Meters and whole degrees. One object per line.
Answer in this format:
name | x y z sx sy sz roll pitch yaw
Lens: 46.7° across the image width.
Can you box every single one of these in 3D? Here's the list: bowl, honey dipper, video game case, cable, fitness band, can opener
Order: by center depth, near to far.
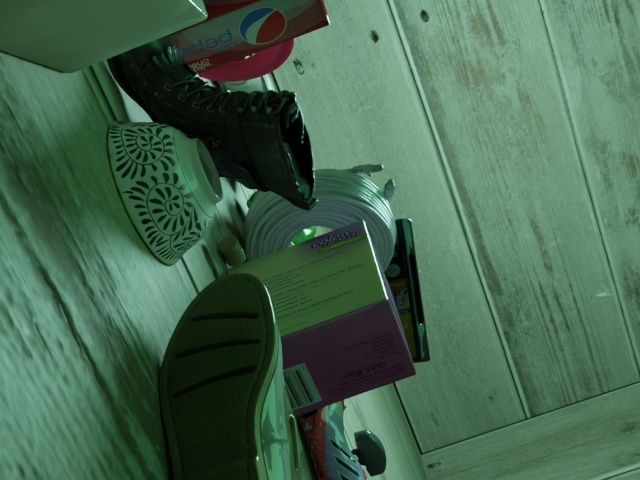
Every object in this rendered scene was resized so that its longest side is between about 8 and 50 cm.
bowl | -0.158 -0.065 0.820 0.170 0.080 0.170 -19 90 -84
honey dipper | -0.113 0.056 1.120 0.161 0.030 0.030 70 4 -46
fitness band | -0.154 -0.346 1.195 0.291 0.209 0.054 57 12 -68
cable | 0.000 0.000 1.241 0.089 0.257 0.257 -94 -179 -52
can opener | 0.103 0.477 1.361 0.076 0.095 0.283 -92 161 -71
video game case | 0.068 0.108 1.362 0.035 0.274 0.248 2 78 -46

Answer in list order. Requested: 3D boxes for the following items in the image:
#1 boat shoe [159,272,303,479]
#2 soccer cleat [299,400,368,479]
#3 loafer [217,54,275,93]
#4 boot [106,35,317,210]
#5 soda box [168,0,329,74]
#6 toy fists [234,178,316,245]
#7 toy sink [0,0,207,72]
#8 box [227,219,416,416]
boat shoe | -0.076 0.174 0.669 0.103 0.113 0.302 65 17 -50
soccer cleat | 0.008 0.324 1.169 0.095 0.083 0.248 23 44 -40
loafer | -0.185 -0.366 1.550 0.319 0.112 0.111 58 16 -31
boot | -0.114 -0.160 0.847 0.091 0.229 0.263 -47 131 -34
soda box | -0.128 -0.303 1.006 0.092 0.263 0.083 59 12 -61
toy fists | -0.100 -0.106 1.361 0.279 0.096 0.142 63 0 10
toy sink | -0.206 -0.237 0.596 0.234 0.152 0.131 -47 117 -83
box | -0.010 0.102 0.979 0.243 0.213 0.117 -100 168 -65
